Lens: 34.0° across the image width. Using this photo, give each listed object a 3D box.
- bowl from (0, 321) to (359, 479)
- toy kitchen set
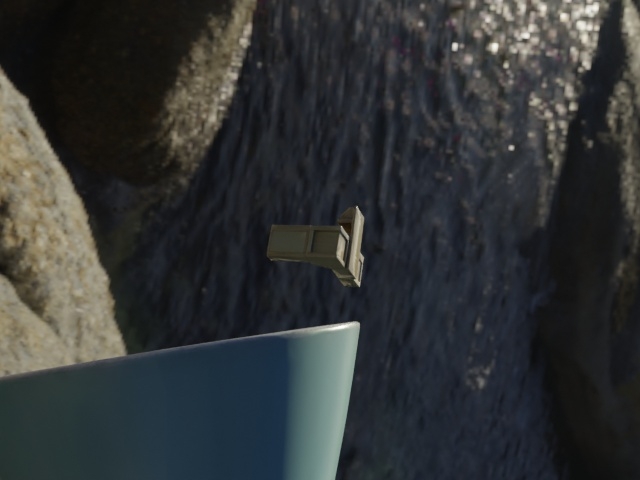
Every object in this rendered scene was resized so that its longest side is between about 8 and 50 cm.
[{"bbox_3d":[-0.110,0.164,0.797,0.311,0.311,0.163,2,77,-60],"label":"bowl"},{"bbox_3d":[0.000,0.000,1.049,0.083,0.075,0.068,52,43,-60],"label":"toy kitchen set"}]
